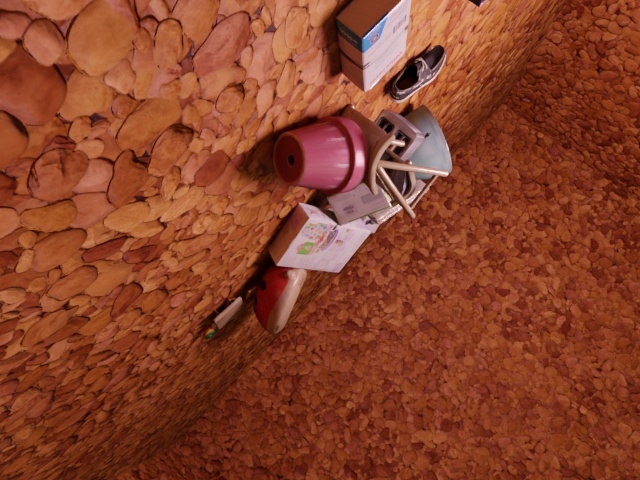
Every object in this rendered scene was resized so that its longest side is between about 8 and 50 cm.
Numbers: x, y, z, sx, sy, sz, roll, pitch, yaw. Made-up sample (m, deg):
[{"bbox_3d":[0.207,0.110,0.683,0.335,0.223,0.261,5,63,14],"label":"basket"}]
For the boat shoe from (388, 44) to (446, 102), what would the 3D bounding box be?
[{"bbox_3d":[0.314,-0.538,1.305,0.233,0.084,0.079,-43,167,-3],"label":"boat shoe"}]

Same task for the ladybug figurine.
[{"bbox_3d":[-0.178,0.223,1.735,0.449,0.162,0.305,114,0,-54],"label":"ladybug figurine"}]

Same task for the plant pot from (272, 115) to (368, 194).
[{"bbox_3d":[-0.011,-0.211,1.038,0.180,0.201,0.201,-13,148,-40],"label":"plant pot"}]

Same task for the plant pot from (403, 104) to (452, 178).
[{"bbox_3d":[0.372,-0.365,1.656,0.196,0.293,0.293,-24,169,8],"label":"plant pot"}]

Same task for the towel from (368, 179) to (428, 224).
[{"bbox_3d":[0.294,-0.193,1.735,0.282,0.187,0.049,-33,143,-8],"label":"towel"}]

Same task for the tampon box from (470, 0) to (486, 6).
[{"bbox_3d":[0.441,-0.735,1.077,0.120,0.101,0.161,-44,167,-17],"label":"tampon box"}]

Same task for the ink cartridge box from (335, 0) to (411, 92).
[{"bbox_3d":[0.118,-0.454,0.914,0.148,0.086,0.203,-46,168,-3],"label":"ink cartridge box"}]

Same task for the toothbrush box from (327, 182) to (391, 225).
[{"bbox_3d":[0.175,-0.182,1.543,0.206,0.122,0.283,-20,-166,25],"label":"toothbrush box"}]

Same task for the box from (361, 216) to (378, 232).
[{"bbox_3d":[0.253,-0.163,1.950,0.169,0.087,0.290,-10,138,-47],"label":"box"}]

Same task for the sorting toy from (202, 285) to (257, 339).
[{"bbox_3d":[-0.365,0.271,1.629,0.274,0.046,0.132,-42,166,-20],"label":"sorting toy"}]

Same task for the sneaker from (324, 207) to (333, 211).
[{"bbox_3d":[-0.004,-0.041,1.750,0.269,0.101,0.153,-25,156,-45],"label":"sneaker"}]

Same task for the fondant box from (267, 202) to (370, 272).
[{"bbox_3d":[0.000,0.000,1.579,0.330,0.096,0.238,10,127,-43],"label":"fondant box"}]

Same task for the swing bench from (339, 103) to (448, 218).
[{"bbox_3d":[0.172,-0.228,1.172,0.255,0.253,0.165,22,113,-35],"label":"swing bench"}]

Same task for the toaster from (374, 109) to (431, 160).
[{"bbox_3d":[0.265,-0.363,1.477,0.185,0.168,0.110,-52,165,24],"label":"toaster"}]
